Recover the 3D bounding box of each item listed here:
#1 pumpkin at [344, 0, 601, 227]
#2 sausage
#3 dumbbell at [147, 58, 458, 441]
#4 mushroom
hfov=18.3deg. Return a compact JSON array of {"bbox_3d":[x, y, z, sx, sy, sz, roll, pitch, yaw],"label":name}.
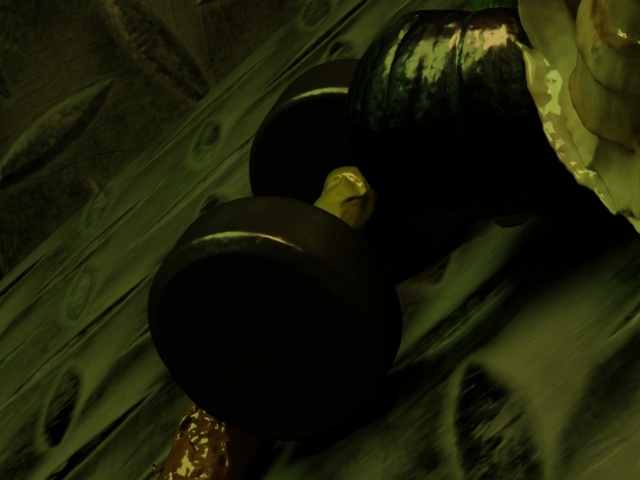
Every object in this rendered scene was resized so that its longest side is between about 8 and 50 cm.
[{"bbox_3d":[0.138,-0.132,1.558,0.248,0.248,0.248,-40,14,12],"label":"pumpkin"},{"bbox_3d":[-0.061,0.129,1.751,0.327,0.079,0.087,-60,-4,-49],"label":"sausage"},{"bbox_3d":[0.000,0.000,1.695,0.203,0.204,0.322,-33,16,35],"label":"dumbbell"},{"bbox_3d":[0.257,-0.134,1.343,0.189,0.254,0.195,-17,-37,-17],"label":"mushroom"}]
